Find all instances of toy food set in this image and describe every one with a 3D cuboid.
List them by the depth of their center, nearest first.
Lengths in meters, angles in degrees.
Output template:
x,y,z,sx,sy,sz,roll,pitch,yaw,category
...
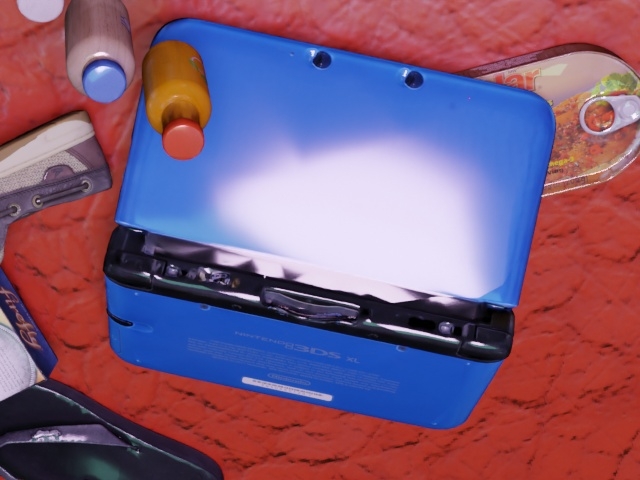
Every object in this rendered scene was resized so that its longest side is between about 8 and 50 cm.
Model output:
x,y,z,sx,sy,sz,roll,pitch,yaw,category
-0.112,-0.163,0.682,0.111,0.104,0.232,-3,123,-10,toy food set

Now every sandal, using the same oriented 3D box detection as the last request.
x,y,z,sx,sy,sz,roll,pitch,yaw,category
-0.198,0.177,1.013,0.254,0.054,0.097,19,113,-10,sandal

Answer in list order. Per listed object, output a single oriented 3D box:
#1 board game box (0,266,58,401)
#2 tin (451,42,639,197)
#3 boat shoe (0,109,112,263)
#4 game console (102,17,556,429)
x,y,z,sx,sy,sz,roll,pitch,yaw,category
-0.333,0.031,0.930,0.165,0.042,0.243,-26,105,9,board game box
0.148,-0.084,0.912,0.189,0.040,0.106,-13,118,5,tin
-0.243,-0.014,0.861,0.223,0.080,0.073,-35,101,-25,boat shoe
0.000,0.000,0.927,0.293,0.173,0.250,13,151,-1,game console
